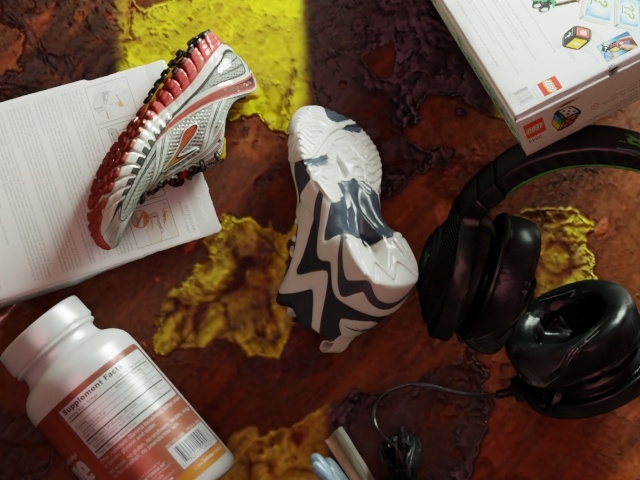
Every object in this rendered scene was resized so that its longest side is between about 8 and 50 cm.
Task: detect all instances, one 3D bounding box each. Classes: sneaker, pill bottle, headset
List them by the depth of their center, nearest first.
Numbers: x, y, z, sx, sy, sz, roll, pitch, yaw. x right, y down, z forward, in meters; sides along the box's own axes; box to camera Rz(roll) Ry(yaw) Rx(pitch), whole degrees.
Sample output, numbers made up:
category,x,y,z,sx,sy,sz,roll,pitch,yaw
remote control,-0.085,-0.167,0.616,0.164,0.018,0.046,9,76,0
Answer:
category,x,y,z,sx,sy,sz,roll,pitch,yaw
headset,0.184,0.081,1.589,0.243,0.185,0.394,36,116,-15
pill bottle,-0.189,0.160,1.653,0.121,0.121,0.216,-41,86,0
sneaker,-0.135,-0.083,1.666,0.093,0.088,0.225,37,79,-15
sneaker,0.000,0.000,1.667,0.153,0.094,0.235,-55,49,38

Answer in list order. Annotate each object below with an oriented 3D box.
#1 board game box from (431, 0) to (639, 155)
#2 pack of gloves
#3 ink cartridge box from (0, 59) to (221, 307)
category,x,y,z,sx,sy,sz,roll,pitch,yaw
board game box,0.203,-0.227,1.598,0.193,0.053,0.305,-26,47,2
pack of gloves,0.051,0.284,1.602,0.046,0.195,0.232,-33,87,6
ink cartridge box,-0.229,-0.055,1.710,0.224,0.056,0.181,-18,87,-17
